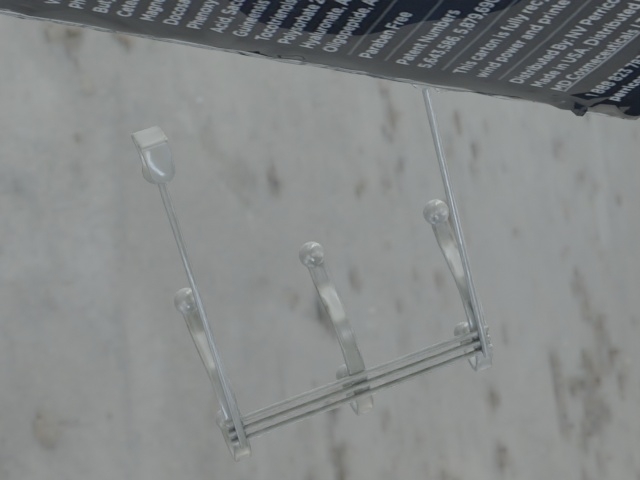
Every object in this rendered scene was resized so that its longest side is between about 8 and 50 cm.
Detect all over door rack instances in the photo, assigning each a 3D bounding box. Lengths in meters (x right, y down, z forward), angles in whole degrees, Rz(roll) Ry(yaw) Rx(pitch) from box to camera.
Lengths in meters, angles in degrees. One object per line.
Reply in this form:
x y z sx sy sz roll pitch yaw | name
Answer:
0.000 0.000 1.334 0.108 0.239 0.324 -122 -164 -51 | over door rack

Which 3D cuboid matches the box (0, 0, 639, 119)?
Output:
-0.018 -0.345 0.731 0.297 0.471 0.480 134 -39 -68 | box
